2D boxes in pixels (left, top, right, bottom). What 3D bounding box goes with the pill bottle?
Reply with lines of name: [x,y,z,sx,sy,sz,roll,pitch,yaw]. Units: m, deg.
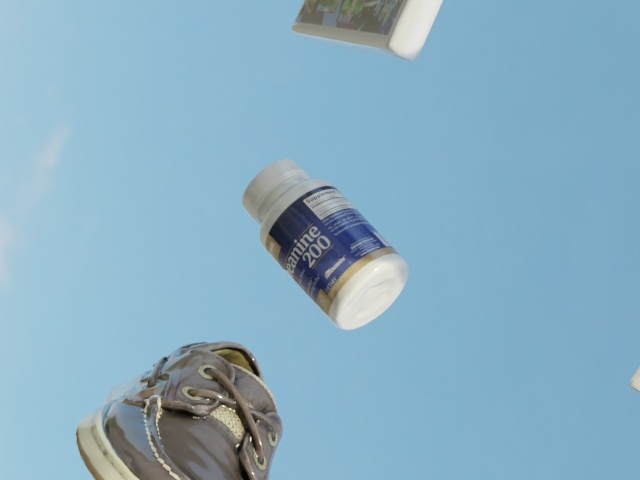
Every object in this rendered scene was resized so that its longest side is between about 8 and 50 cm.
pill bottle: [0.000,0.000,1.212,0.120,0.067,0.067,47,-45,26]

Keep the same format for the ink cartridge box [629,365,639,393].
ink cartridge box: [0.377,0.152,1.591,0.148,0.203,0.086,33,-91,23]

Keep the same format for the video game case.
video game case: [0.053,-0.198,1.031,0.183,0.023,0.201,-66,-161,2]

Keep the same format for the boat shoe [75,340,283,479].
boat shoe: [-0.069,0.108,0.983,0.103,0.092,0.285,49,1,-5]
